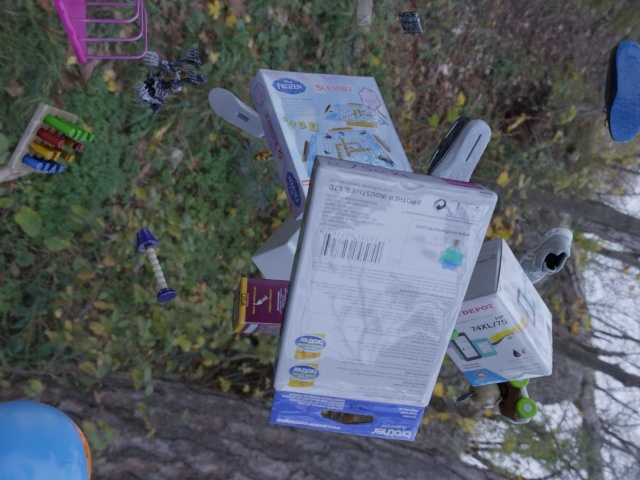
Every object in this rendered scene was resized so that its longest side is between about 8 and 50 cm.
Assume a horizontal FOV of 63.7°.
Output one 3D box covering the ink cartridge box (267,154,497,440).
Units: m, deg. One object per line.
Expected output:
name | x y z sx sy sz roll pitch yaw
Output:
ink cartridge box | 0.055 0.074 0.572 0.065 0.186 0.310 -106 -154 -70

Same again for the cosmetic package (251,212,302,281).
cosmetic package | 0.000 0.000 1.647 0.162 0.230 0.453 -22 -160 37

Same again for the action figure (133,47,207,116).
action figure | -0.477 -0.480 1.534 0.141 0.276 0.163 16 64 -57

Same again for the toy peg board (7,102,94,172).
toy peg board | -0.612 -0.217 1.195 0.160 0.079 0.161 -60 -177 3

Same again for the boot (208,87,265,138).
boot | -0.287 -0.448 1.869 0.095 0.258 0.123 -51 175 5

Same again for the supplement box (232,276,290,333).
supplement box | -0.055 0.120 0.910 0.104 0.188 0.080 131 -39 -66

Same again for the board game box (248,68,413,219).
board game box | 0.038 -0.215 1.123 0.319 0.317 0.066 -9 163 -36

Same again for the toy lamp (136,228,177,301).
toy lamp | -0.586 0.082 1.816 0.080 0.274 0.080 -24 156 -11

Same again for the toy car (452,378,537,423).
toy car | 0.454 0.423 1.379 0.155 0.189 0.148 73 9 -68

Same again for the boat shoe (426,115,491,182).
boat shoe | 0.384 -0.217 1.553 0.335 0.121 0.119 -58 -152 18

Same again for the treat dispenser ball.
treat dispenser ball | -0.588 0.452 0.971 0.288 0.288 0.288 23 90 -81

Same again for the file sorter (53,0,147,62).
file sorter | -0.542 -0.616 1.271 0.290 0.183 0.201 115 -32 -68

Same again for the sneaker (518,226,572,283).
sneaker | 0.728 0.077 1.689 0.262 0.099 0.121 104 5 -48

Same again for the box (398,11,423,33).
box | 0.320 -0.771 1.825 0.083 0.067 0.018 48 60 -51

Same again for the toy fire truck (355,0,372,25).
toy fire truck | 0.181 -0.679 1.329 0.246 0.217 0.158 117 -11 -76

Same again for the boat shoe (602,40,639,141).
boat shoe | 0.816 -0.395 1.376 0.089 0.109 0.258 -62 152 -73

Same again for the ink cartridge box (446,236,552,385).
ink cartridge box | 0.393 0.172 1.219 0.198 0.270 0.197 -23 -154 36

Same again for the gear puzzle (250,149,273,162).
gear puzzle | -0.120 -0.343 1.834 0.339 0.044 0.176 -31 -172 -35
